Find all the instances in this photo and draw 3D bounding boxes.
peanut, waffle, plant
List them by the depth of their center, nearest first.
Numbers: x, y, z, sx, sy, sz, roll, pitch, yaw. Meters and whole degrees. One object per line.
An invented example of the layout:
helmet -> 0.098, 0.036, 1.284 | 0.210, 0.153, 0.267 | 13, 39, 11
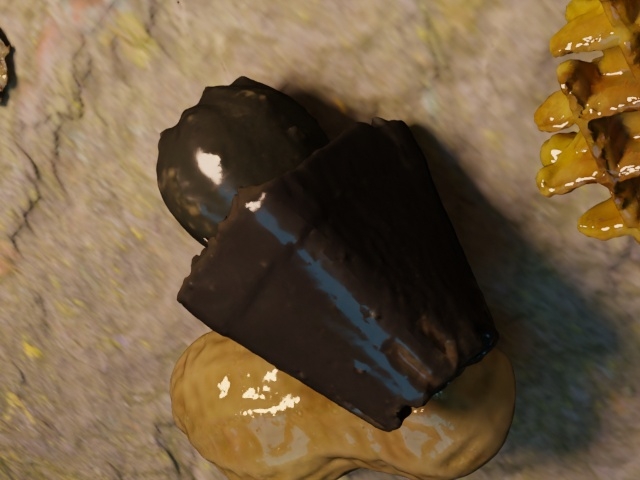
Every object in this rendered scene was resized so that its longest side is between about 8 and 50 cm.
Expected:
waffle -> 0.263, -0.055, 0.570 | 0.293, 0.069, 0.259 | 21, 139, 10
plant -> 0.000, 0.000, 0.697 | 0.256, 0.164, 0.142 | 45, 133, 11
peanut -> 0.010, 0.124, 0.838 | 0.313, 0.149, 0.149 | -11, 122, 33

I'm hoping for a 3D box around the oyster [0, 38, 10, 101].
oyster -> -0.330, -0.152, 0.857 | 0.166, 0.053, 0.108 | 22, 148, 3
